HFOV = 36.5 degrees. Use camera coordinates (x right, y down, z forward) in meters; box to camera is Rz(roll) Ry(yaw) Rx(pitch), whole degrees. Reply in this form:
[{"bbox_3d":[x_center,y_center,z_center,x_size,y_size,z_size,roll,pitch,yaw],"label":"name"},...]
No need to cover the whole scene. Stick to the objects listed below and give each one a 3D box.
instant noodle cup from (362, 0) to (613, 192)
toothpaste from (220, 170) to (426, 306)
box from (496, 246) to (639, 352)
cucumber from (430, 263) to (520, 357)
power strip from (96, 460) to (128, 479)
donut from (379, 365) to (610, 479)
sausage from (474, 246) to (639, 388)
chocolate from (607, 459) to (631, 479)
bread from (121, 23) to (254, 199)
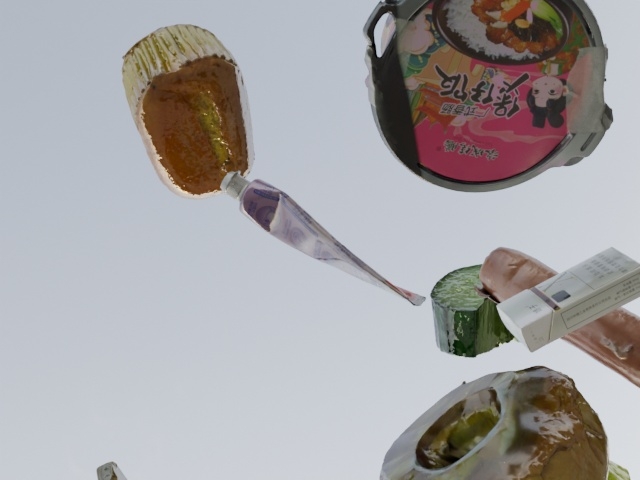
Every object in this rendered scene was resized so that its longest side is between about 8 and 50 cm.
[{"bbox_3d":[0.171,-0.205,1.115,0.302,0.182,0.258,36,-73,-22],"label":"instant noodle cup"},{"bbox_3d":[0.000,0.000,1.218,0.048,0.301,0.075,-52,-16,-17],"label":"toothpaste"},{"bbox_3d":[0.285,0.065,1.098,0.154,0.084,0.040,-26,-71,-1],"label":"box"},{"bbox_3d":[0.278,0.122,1.675,0.191,0.191,0.130,-17,-77,-39],"label":"cucumber"},{"bbox_3d":[-0.343,0.504,1.781,0.044,0.064,0.305,-22,-47,-4],"label":"power strip"},{"bbox_3d":[0.204,0.274,1.187,0.330,0.330,0.160,-36,-79,-30],"label":"donut"},{"bbox_3d":[0.409,0.133,1.383,0.094,0.419,0.094,-34,-36,-38],"label":"sausage"},{"bbox_3d":[0.341,0.471,1.613,0.288,0.137,0.301,27,-76,-15],"label":"chocolate"},{"bbox_3d":[-0.202,-0.202,1.606,0.204,0.156,0.288,-21,-43,-10],"label":"bread"}]
